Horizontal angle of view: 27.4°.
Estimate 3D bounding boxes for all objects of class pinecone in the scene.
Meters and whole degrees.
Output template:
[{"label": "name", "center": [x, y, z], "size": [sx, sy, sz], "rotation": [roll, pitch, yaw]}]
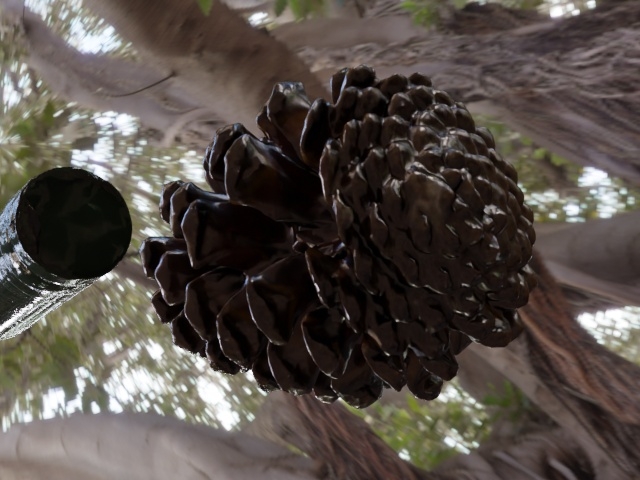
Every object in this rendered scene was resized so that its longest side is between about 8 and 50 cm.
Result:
[{"label": "pinecone", "center": [0.002, 0.002, 0.940], "size": [0.246, 0.292, 0.246], "rotation": [14, -108, -47]}]

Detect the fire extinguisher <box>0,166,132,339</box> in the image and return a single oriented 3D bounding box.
[{"label": "fire extinguisher", "center": [-0.269, 0.022, 1.139], "size": [0.114, 0.311, 0.095], "rotation": [43, -122, -10]}]
